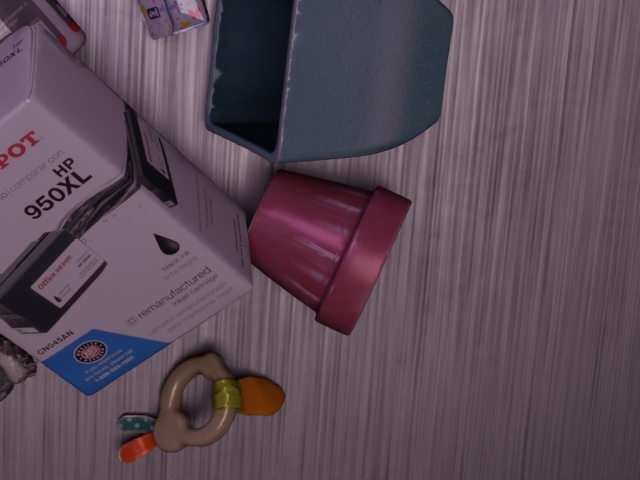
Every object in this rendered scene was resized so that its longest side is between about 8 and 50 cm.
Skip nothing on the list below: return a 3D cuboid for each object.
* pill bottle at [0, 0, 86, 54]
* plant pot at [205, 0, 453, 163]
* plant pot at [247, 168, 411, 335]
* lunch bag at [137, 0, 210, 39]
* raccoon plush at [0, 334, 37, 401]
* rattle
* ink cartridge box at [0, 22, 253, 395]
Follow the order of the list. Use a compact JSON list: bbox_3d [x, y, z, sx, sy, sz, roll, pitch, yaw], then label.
[{"bbox_3d":[-0.438,-0.304,1.705,0.161,0.161,0.283,-40,106,2],"label":"pill bottle"},{"bbox_3d":[0.022,-0.234,1.763,0.252,0.248,0.247,1,104,-26],"label":"plant pot"},{"bbox_3d":[0.000,0.000,1.846,0.180,0.201,0.201,25,99,1],"label":"plant pot"},{"bbox_3d":[-0.192,-0.303,1.802,0.083,0.053,0.071,-14,105,4],"label":"lunch bag"},{"bbox_3d":[-0.506,0.025,1.765,0.299,0.216,0.446,4,103,-18],"label":"raccoon plush"},{"bbox_3d":[-0.173,0.248,1.956,0.200,0.143,0.130,-45,74,19],"label":"rattle"},{"bbox_3d":[-0.316,-0.026,1.697,0.285,0.166,0.395,-33,128,18],"label":"ink cartridge box"}]
